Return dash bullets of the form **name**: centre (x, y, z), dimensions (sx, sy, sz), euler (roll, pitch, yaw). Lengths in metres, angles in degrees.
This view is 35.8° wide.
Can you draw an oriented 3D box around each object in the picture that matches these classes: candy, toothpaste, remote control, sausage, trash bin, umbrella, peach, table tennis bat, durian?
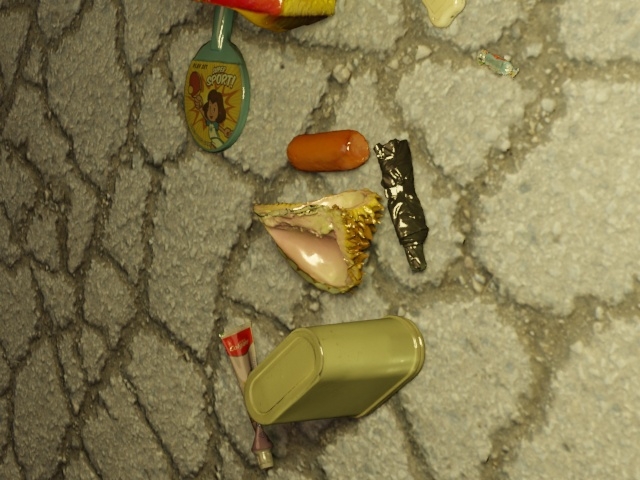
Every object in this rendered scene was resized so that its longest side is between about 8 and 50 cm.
- **candy**: centre (0.286, -0.284, 1.607), dimensions (0.083, 0.020, 0.030), euler (42, 119, 35)
- **toothpaste**: centre (-0.143, 0.321, 2.040), dimensions (0.075, 0.048, 0.301), euler (-34, 64, 45)
- **remote control**: centre (0.198, -0.424, 1.689), dimensions (0.074, 0.032, 0.122), euler (-46, 58, 36)
- **sausage**: centre (0.010, -0.166, 1.858), dimensions (0.197, 0.076, 0.076), euler (1, 91, 47)
- **trash bin**: centre (0.022, 0.229, 1.724), dimensions (0.243, 0.247, 0.121), euler (-47, 57, 37)
- **umbrella**: centre (0.149, -0.061, 1.726), dimensions (0.066, 0.059, 0.236), euler (-14, 81, 2)
- **peach**: centre (-0.112, -0.530, 1.830), dimensions (0.380, 0.306, 0.243), euler (38, 124, 45)
- **table tennis bat**: centre (-0.219, -0.353, 2.121), dimensions (0.215, 0.044, 0.329), euler (17, 104, 46)
- **durian**: centre (0.010, 0.009, 1.813), dimensions (0.305, 0.185, 0.196), euler (-5, 106, 50)
